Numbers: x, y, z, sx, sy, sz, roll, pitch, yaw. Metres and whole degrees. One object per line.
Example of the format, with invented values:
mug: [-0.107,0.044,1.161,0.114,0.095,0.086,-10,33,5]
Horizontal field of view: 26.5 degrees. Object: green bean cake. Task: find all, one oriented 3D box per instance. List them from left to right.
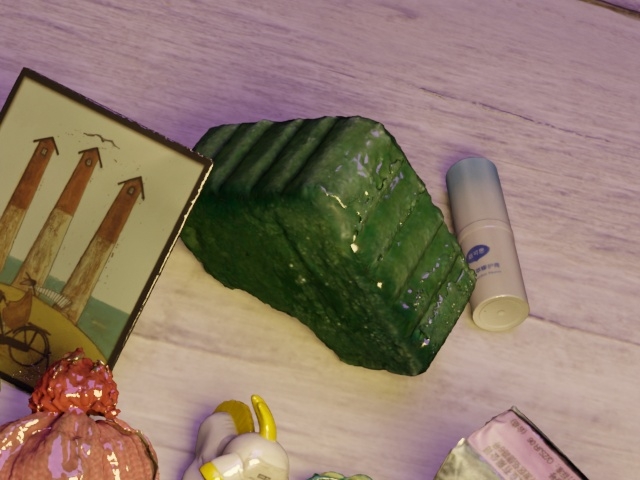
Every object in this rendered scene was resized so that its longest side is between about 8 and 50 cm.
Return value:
green bean cake: [0.000,0.000,1.626,0.307,0.300,0.169,3,46,42]

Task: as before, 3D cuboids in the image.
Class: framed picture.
framed picture: [-0.295,0.003,1.512,0.244,0.324,0.013,26,1,3]

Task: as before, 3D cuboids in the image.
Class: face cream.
face cream: [0.221,0.001,1.818,0.077,0.077,0.250,7,46,-14]

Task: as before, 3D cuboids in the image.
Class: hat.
hat: [-0.260,0.253,1.381,0.236,0.107,0.286,6,70,-14]

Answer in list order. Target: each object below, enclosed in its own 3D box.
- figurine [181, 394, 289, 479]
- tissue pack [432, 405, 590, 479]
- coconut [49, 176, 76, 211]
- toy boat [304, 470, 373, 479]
figurine: [-0.093,0.232,1.447,0.109,0.178,0.130,17,76,-23]
tissue pack: [0.240,0.374,1.352,0.122,0.259,0.361,-24,59,-40]
coconut: [-0.281,-0.041,1.617,0.183,0.171,0.171,38,25,-48]
toy boat: [-0.046,0.338,1.396,0.108,0.099,0.293,39,40,18]
